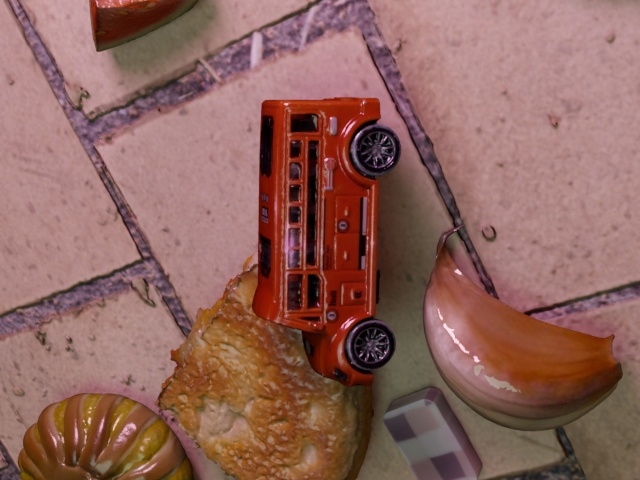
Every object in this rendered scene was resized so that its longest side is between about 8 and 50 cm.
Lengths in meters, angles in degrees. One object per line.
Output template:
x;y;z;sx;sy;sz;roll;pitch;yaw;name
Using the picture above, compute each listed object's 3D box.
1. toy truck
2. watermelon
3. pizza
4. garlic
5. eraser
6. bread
0.000;0.000;0.998;0.114;0.107;0.253;0;97;-15;toy truck
-0.180;-0.218;1.030;0.125;0.094;0.135;31;125;-3;watermelon
-0.058;0.142;1.146;0.226;0.086;0.335;0;113;18;pizza
0.159;0.105;1.030;0.206;0.115;0.128;35;127;7;garlic
0.113;0.203;1.142;0.065;0.026;0.105;-25;103;32;eraser
-0.246;0.266;1.272;0.213;0.105;0.213;9;114;21;bread
